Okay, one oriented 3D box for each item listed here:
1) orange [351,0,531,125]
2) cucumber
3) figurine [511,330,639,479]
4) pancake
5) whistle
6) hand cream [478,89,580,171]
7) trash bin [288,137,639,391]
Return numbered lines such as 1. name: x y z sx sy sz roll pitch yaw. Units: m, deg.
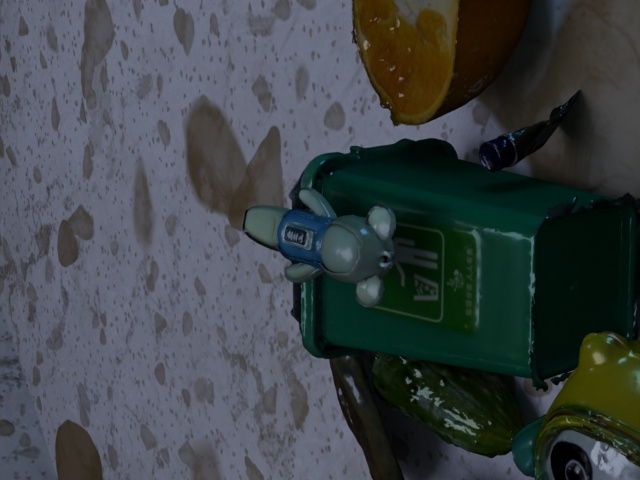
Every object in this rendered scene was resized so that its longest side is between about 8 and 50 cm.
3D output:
1. orange: 0.129 -0.315 1.742 0.274 0.274 0.310 24 151 55
2. cucumber: 0.182 0.204 1.896 0.244 0.134 0.134 33 124 45
3. figurine: 0.338 0.250 1.529 0.323 0.231 0.340 28 134 29
4. pancake: 0.051 0.216 2.080 0.294 0.049 0.294 162 90 -87
5. whistle: 0.000 0.000 1.669 0.235 0.077 0.114 15 100 46
6. hand cream: 0.241 -0.121 1.691 0.039 0.163 0.062 45 139 17
7. trash bin: 0.178 0.028 1.740 0.381 0.295 0.259 14 108 46
